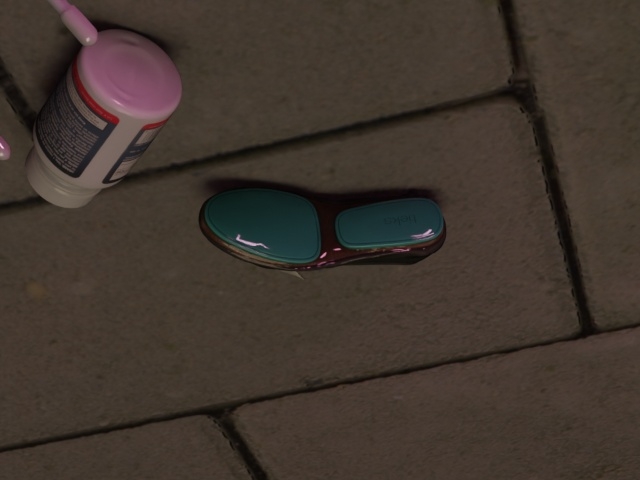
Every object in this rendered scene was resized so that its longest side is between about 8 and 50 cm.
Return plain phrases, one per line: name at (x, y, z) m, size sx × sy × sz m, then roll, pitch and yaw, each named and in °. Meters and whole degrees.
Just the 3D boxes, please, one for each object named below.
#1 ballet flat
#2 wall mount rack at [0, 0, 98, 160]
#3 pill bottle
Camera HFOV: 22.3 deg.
ballet flat at (0.000, 0.000, 1.802) m, size 0.280 × 0.095 × 0.096 m, roll 3°, pitch 156°, yaw -11°
wall mount rack at (-0.370, -0.211, 1.406) m, size 0.304 × 0.130 × 0.350 m, roll 16°, pitch 146°, yaw -26°
pill bottle at (-0.221, -0.114, 1.600) m, size 0.108 × 0.108 × 0.180 m, roll 16°, pitch 139°, yaw -27°
